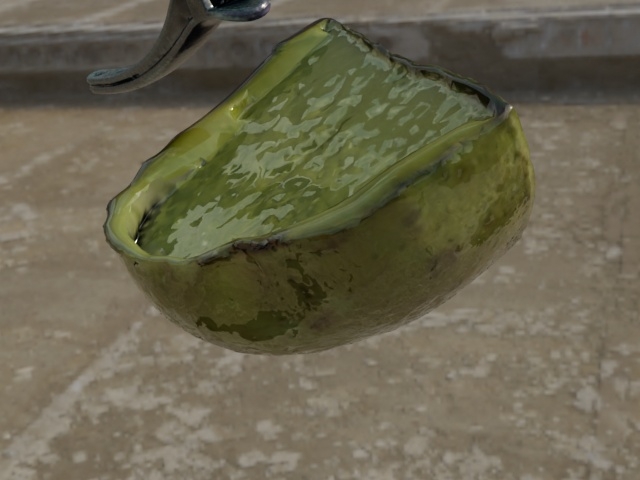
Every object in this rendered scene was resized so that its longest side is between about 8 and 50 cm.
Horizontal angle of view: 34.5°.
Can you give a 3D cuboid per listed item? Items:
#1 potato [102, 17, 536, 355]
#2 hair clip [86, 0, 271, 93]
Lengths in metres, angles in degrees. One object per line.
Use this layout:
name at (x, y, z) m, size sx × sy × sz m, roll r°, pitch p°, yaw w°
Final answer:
potato at (0.000, 0.000, 0.824) m, size 0.280 × 0.213 × 0.330 m, roll -34°, pitch 30°, yaw -9°
hair clip at (-0.131, -0.157, 0.827) m, size 0.048 × 0.083 × 0.275 m, roll -42°, pitch 9°, yaw -33°
